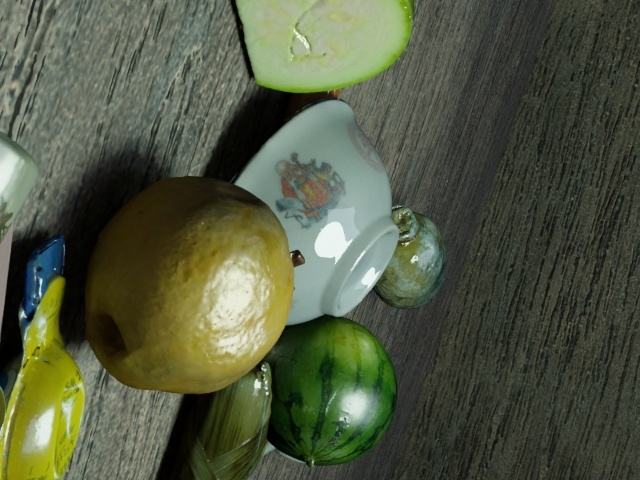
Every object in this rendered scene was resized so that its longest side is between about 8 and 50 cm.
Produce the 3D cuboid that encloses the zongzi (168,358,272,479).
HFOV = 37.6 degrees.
[{"bbox_3d":[-0.156,0.287,1.285,0.242,0.112,0.221,-48,155,-47],"label":"zongzi"}]

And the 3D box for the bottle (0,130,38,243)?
[{"bbox_3d":[-0.288,0.033,0.591,0.253,0.120,0.120,-64,162,-12],"label":"bottle"}]

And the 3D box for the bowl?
[{"bbox_3d":[0.000,0.000,1.233,0.345,0.157,0.345,-47,161,-22],"label":"bowl"}]

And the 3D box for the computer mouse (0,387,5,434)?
[{"bbox_3d":[-0.321,0.185,0.723,0.102,0.045,0.199,31,76,-27],"label":"computer mouse"}]

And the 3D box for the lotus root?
[{"bbox_3d":[0.181,0.054,1.958,0.175,0.175,0.349,-64,161,-18],"label":"lotus root"}]

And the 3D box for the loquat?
[{"bbox_3d":[-0.133,0.044,0.951,0.238,0.193,0.238,-18,115,-45],"label":"loquat"}]

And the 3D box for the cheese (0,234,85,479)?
[{"bbox_3d":[-0.255,0.131,0.849,0.177,0.069,0.270,-75,175,-75],"label":"cheese"}]

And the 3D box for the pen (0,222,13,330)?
[{"bbox_3d":[-0.280,0.043,0.769,0.053,0.032,0.197,-25,131,-68],"label":"pen"}]

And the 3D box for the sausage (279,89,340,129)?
[{"bbox_3d":[-0.006,-0.201,1.260,0.065,0.065,0.169,-3,113,-71],"label":"sausage"}]

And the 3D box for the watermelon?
[{"bbox_3d":[0.003,0.236,1.490,0.242,0.242,0.242,-56,159,-36],"label":"watermelon"}]

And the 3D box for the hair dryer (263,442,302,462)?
[{"bbox_3d":[-0.080,0.321,1.607,0.357,0.107,0.173,-14,121,-62],"label":"hair dryer"}]

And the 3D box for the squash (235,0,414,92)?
[{"bbox_3d":[0.009,-0.370,1.123,0.233,0.210,0.309,76,10,-59],"label":"squash"}]
